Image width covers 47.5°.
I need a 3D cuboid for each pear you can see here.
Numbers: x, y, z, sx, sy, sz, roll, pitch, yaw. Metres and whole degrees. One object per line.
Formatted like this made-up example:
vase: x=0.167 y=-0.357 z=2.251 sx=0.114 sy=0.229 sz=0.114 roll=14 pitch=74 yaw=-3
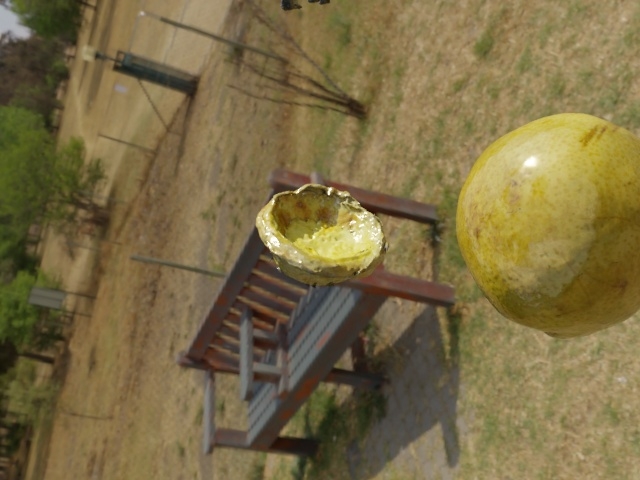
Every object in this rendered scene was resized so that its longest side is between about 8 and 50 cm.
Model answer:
pear: x=0.232 y=-0.008 z=0.691 sx=0.209 sy=0.209 sz=0.208 roll=-165 pitch=90 yaw=-70

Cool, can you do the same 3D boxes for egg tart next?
egg tart: x=0.000 y=0.001 z=1.107 sx=0.212 sy=0.213 sz=0.090 roll=-101 pitch=18 yaw=-50

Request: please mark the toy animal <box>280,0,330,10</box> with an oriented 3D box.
toy animal: x=-0.038 y=-0.534 z=1.476 sx=0.225 sy=0.094 sz=0.121 roll=-63 pitch=-36 yaw=-71
